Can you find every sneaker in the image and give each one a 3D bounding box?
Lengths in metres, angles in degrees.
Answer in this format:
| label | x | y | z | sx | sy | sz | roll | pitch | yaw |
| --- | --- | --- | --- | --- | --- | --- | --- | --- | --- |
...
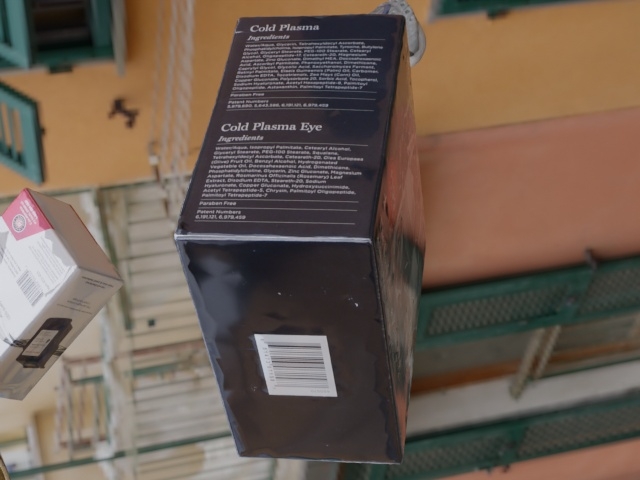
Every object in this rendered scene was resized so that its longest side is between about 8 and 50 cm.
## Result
| label | x | y | z | sx | sy | sz | roll | pitch | yaw |
| --- | --- | --- | --- | --- | --- | --- | --- | --- | --- |
| sneaker | 0.080 | -0.245 | 1.687 | 0.129 | 0.111 | 0.297 | 51 | 170 | -16 |

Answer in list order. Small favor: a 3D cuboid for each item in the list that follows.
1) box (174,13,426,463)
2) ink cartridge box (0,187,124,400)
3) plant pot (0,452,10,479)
| label | x | y | z | sx | sy | sz | roll | pitch | yaw |
| --- | --- | --- | --- | --- | --- | --- | --- | --- | --- |
| box | 0.000 | 0.000 | 1.252 | 0.343 | 0.179 | 0.312 | 80 | -166 | -46 |
| ink cartridge box | -0.409 | 0.077 | 1.701 | 0.172 | 0.237 | 0.100 | 50 | -166 | 32 |
| plant pot | -0.522 | 0.263 | 1.576 | 0.254 | 0.237 | 0.237 | -125 | 29 | -60 |
